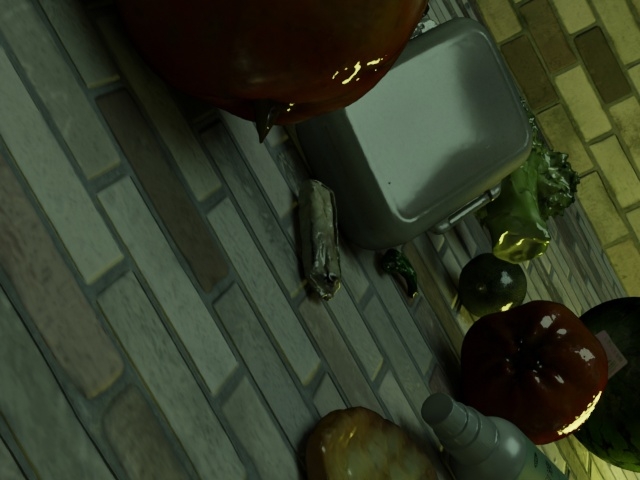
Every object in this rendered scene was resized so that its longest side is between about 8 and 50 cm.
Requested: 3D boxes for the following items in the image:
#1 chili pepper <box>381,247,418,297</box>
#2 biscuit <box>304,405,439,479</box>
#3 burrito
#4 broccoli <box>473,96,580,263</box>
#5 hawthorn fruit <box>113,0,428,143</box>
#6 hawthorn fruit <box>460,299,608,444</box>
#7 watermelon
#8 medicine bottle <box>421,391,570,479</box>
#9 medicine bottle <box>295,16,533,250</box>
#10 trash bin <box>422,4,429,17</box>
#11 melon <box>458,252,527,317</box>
[{"bbox_3d":[0.114,0.041,1.853,0.118,0.035,0.055,51,33,-58],"label":"chili pepper"},{"bbox_3d":[0.062,0.261,1.406,0.299,0.045,0.154,37,33,-51],"label":"biscuit"},{"bbox_3d":[-0.001,0.001,1.583,0.058,0.045,0.188,21,42,-26],"label":"burrito"},{"bbox_3d":[0.329,-0.093,2.186,0.353,0.275,0.397,-1,40,-39],"label":"broccoli"},{"bbox_3d":[-0.054,-0.299,1.380,0.403,0.403,0.403,52,22,-31],"label":"hawthorn fruit"},{"bbox_3d":[0.324,0.211,1.922,0.261,0.224,0.224,62,11,-61],"label":"hawthorn fruit"},{"bbox_3d":[0.613,0.274,2.393,0.363,0.363,0.363,52,22,-31],"label":"watermelon"},{"bbox_3d":[0.238,0.301,1.711,0.352,0.110,0.110,45,26,-44],"label":"medicine bottle"},{"bbox_3d":[0.141,-0.157,1.807,0.375,0.123,0.282,-32,100,-39],"label":"medicine bottle"},{"bbox_3d":[0.075,-0.470,2.217,0.225,0.165,0.115,62,18,-13],"label":"trash bin"},{"bbox_3d":[0.293,0.078,2.139,0.114,0.114,0.167,66,19,8],"label":"melon"}]
